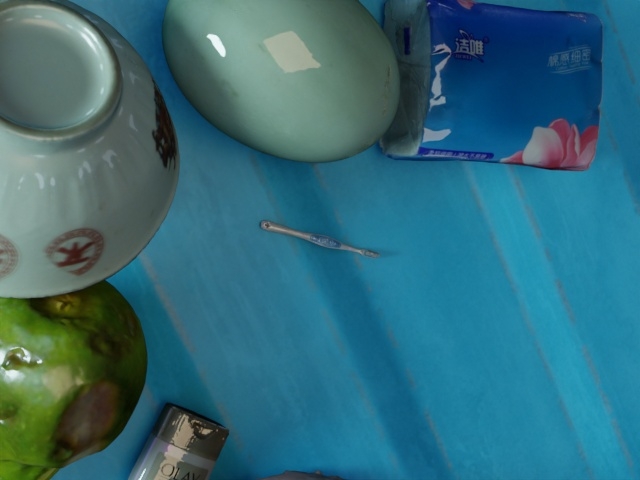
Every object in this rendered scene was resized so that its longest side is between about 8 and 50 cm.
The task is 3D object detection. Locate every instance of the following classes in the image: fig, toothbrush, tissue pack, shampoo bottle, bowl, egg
[{"bbox_3d":[-0.298,0.167,1.060,0.206,0.206,0.275,11,123,-25],"label":"fig"},{"bbox_3d":[0.000,0.000,1.259,0.162,0.017,0.014,15,83,-21],"label":"toothbrush"},{"bbox_3d":[0.215,-0.197,1.273,0.270,0.137,0.209,2,92,-24],"label":"tissue pack"},{"bbox_3d":[-0.189,0.305,1.173,0.086,0.056,0.227,30,82,-28],"label":"shampoo bottle"},{"bbox_3d":[-0.280,-0.126,0.971,0.337,0.157,0.337,10,64,-20],"label":"bowl"},{"bbox_3d":[-0.039,-0.195,1.119,0.283,0.203,0.203,28,83,-20],"label":"egg"}]

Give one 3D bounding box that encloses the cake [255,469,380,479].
[{"bbox_3d":[0.002,0.434,1.111,0.293,0.307,0.314,-9,97,-44],"label":"cake"}]
